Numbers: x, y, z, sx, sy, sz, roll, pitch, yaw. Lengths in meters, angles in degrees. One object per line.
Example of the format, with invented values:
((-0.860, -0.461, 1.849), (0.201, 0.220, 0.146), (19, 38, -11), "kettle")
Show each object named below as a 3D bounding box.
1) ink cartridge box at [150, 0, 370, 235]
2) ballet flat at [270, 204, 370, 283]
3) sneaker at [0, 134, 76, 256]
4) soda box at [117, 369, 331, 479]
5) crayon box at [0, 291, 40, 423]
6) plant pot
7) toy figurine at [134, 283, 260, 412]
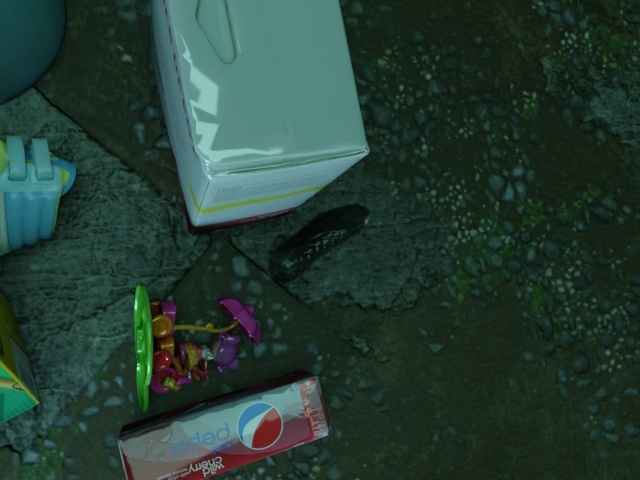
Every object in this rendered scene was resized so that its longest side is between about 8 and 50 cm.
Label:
((-0.096, -0.175, 0.728), (0.160, 0.384, 0.279), (-11, 87, -15), "ink cartridge box")
((0.000, 0.000, 0.916), (0.173, 0.049, 0.057), (-32, 47, -16), "ballet flat")
((-0.418, -0.121, 0.745), (0.208, 0.127, 0.319), (-20, 122, -20), "sneaker")
((-0.124, 0.251, 0.826), (0.263, 0.092, 0.084), (-14, 87, -15), "soda box")
((-0.409, 0.066, 0.660), (0.081, 0.278, 0.165), (-26, 52, -15), "crayon box")
((-0.474, -0.323, 0.750), (0.290, 0.195, 0.290), (1, 84, -13), "plant pot")
((-0.159, 0.139, 0.831), (0.159, 0.130, 0.173), (-1, 106, -23), "toy figurine")
